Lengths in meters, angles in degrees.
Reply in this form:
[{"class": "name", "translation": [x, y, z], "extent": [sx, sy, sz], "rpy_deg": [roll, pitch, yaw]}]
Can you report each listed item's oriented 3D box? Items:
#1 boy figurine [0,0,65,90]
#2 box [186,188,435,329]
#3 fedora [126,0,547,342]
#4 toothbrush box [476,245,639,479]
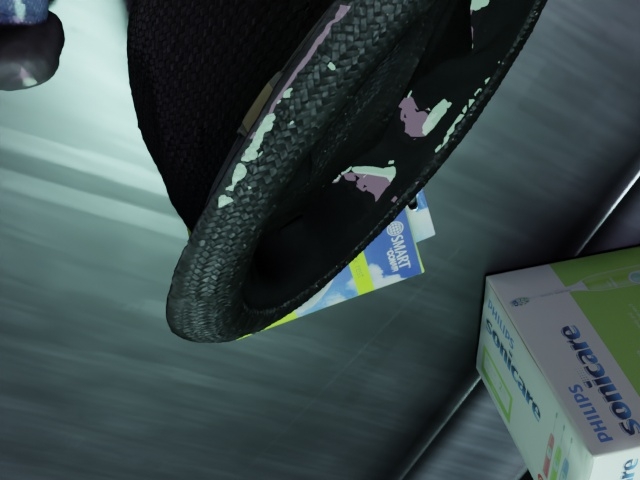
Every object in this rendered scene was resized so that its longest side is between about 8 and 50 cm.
[{"class": "boy figurine", "translation": [-0.195, -0.213, 0.484], "extent": [0.177, 0.092, 0.285], "rpy_deg": [-7, 132, -9]}, {"class": "box", "translation": [0.000, 0.000, 0.744], "extent": [0.178, 0.042, 0.109], "rpy_deg": [-20, 131, 0]}, {"class": "fedora", "translation": [-0.009, -0.103, 0.561], "extent": [0.334, 0.152, 0.334], "rpy_deg": [-44, 165, -14]}, {"class": "toothbrush box", "translation": [0.301, 0.110, 0.819], "extent": [0.283, 0.206, 0.122], "rpy_deg": [-10, 130, -11]}]
